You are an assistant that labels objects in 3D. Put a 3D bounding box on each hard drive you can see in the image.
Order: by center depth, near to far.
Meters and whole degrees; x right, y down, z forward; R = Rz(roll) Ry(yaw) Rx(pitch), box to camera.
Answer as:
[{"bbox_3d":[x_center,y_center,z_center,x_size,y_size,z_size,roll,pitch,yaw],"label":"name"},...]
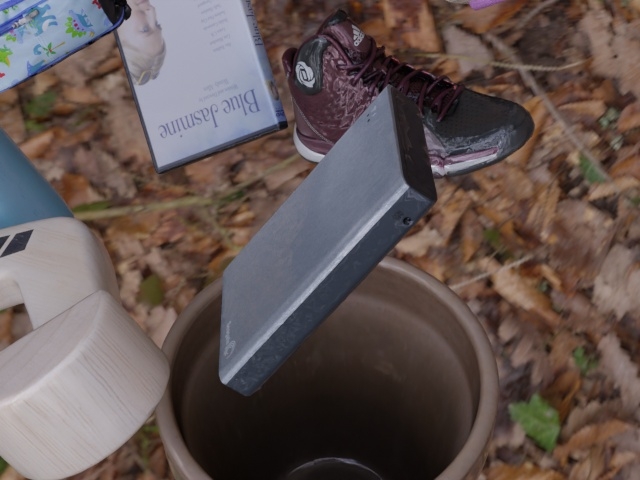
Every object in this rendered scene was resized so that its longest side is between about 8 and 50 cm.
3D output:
[{"bbox_3d":[0.000,0.000,0.630,0.022,0.094,0.135,32,116,-21],"label":"hard drive"}]

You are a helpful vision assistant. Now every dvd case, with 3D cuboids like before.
[{"bbox_3d":[-0.145,-0.215,1.449,0.180,0.022,0.253,-17,90,33],"label":"dvd case"}]

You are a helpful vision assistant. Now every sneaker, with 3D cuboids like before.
[{"bbox_3d":[0.068,-0.155,1.333,0.281,0.106,0.163,3,127,35],"label":"sneaker"}]

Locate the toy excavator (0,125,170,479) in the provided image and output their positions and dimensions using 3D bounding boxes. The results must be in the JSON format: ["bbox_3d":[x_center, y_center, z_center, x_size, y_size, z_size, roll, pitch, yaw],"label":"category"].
[{"bbox_3d":[-0.287,0.014,1.059,0.445,0.433,0.222,-18,127,27],"label":"toy excavator"}]

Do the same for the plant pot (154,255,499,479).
[{"bbox_3d":[0.010,0.174,1.076,0.263,0.263,0.229,14,141,16],"label":"plant pot"}]

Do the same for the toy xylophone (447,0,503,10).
[{"bbox_3d":[0.137,-0.427,1.591,0.236,0.081,0.323,-1,109,39],"label":"toy xylophone"}]

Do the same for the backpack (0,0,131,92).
[{"bbox_3d":[-0.198,-0.158,0.853,0.114,0.084,0.105,-36,45,-5],"label":"backpack"}]
